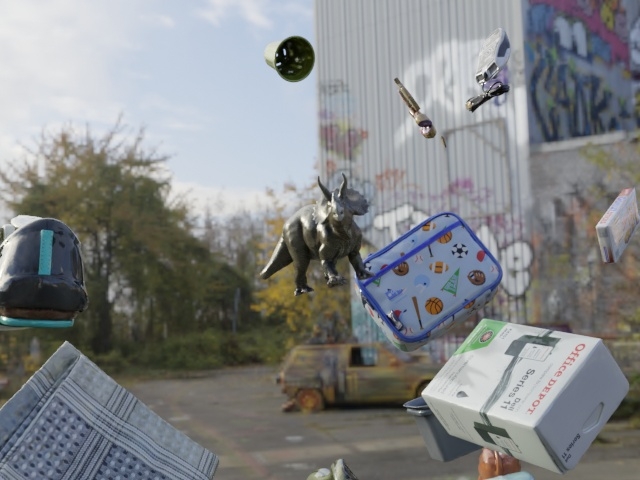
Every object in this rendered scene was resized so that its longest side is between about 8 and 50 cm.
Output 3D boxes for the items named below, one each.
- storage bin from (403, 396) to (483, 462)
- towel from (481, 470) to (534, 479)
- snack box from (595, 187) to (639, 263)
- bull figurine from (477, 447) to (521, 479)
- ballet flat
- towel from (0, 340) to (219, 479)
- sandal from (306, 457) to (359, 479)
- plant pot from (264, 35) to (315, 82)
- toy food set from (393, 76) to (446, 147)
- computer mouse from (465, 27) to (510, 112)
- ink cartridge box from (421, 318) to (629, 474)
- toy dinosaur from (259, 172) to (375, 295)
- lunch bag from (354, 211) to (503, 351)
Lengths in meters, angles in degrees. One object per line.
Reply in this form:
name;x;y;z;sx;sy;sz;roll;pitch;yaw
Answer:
storage bin;0.202;0.265;1.238;0.135;0.091;0.098;-16;-4;-17
towel;0.125;0.457;0.965;0.321;0.374;0.090;-17;23;-4
snack box;0.483;-0.026;1.353;0.022;0.064;0.178;-7;18;36
bull figurine;0.396;0.550;1.858;0.101;0.310;0.188;0;33;7
ballet flat;-0.254;0.030;0.732;0.095;0.096;0.280;5;-8;-30
towel;-0.318;0.327;1.180;0.056;0.324;0.312;-44;10;38
sandal;0.024;0.404;1.263;0.086;0.120;0.303;-36;-9;-20
plant pot;-0.065;-0.337;1.540;0.083;0.083;0.079;1;16;-32
toy food set;0.150;-0.192;1.300;0.019;0.122;0.078;-37;-14;6
computer mouse;0.331;-0.327;1.597;0.042;0.193;0.106;30;-33;-17
ink cartridge box;0.255;0.189;1.064;0.153;0.087;0.208;-45;24;-23
toy dinosaur;0.000;0.000;1.394;0.121;0.160;0.313;-8;-8;-30
lunch bag;0.228;0.087;1.862;0.303;0.243;0.115;-31;-21;-10
